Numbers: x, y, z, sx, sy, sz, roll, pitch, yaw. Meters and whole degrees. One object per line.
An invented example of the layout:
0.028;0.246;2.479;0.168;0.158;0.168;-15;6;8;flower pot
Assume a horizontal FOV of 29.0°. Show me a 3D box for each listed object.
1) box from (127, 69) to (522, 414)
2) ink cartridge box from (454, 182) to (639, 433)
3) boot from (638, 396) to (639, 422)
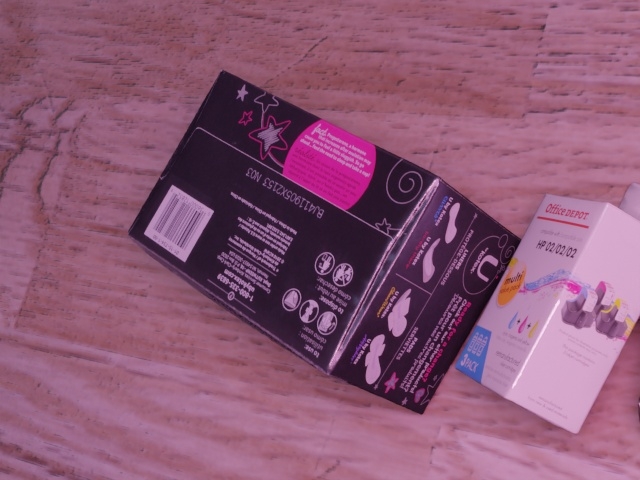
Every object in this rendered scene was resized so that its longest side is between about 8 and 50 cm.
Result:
0.000;0.000;0.962;0.247;0.142;0.163;31;91;40;box
0.173;0.030;0.847;0.181;0.061;0.104;-62;15;-2;ink cartridge box
0.306;0.101;0.752;0.229;0.091;0.263;-17;58;35;boot
